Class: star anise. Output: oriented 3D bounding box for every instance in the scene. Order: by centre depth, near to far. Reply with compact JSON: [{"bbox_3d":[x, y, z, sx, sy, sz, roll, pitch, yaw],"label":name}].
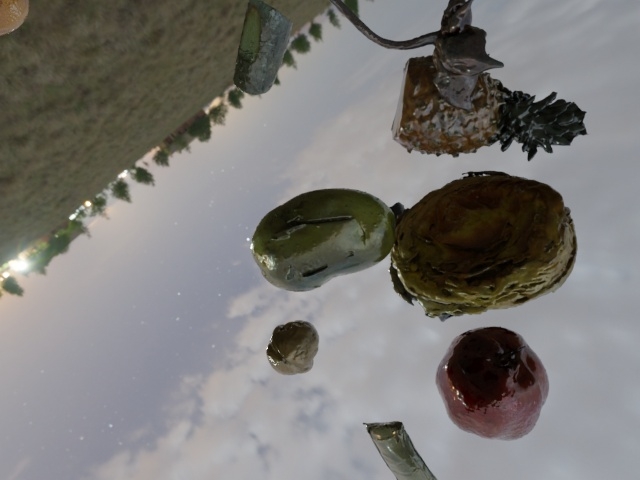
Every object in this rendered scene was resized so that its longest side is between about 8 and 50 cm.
[{"bbox_3d":[0.087,-0.250,0.521,0.227,0.218,0.148,-4,-149,8],"label":"star anise"}]

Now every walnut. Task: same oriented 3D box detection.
[{"bbox_3d":[-0.074,0.294,1.175,0.166,0.149,0.166,-42,178,-2],"label":"walnut"}]

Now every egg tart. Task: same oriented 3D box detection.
[{"bbox_3d":[0.251,0.015,0.700,0.297,0.132,0.297,-19,-132,23],"label":"egg tart"}]

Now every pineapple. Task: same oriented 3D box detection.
[{"bbox_3d":[0.256,-0.198,0.659,0.279,0.158,0.158,7,-147,3],"label":"pineapple"}]

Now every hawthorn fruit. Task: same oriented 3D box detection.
[{"bbox_3d":[0.407,0.315,0.983,0.254,0.254,0.300,-57,168,-37],"label":"hawthorn fruit"}]

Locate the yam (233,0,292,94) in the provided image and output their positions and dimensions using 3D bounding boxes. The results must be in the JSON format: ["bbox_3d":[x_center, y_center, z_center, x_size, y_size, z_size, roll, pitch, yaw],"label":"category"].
[{"bbox_3d":[-0.173,-0.579,1.284,0.154,0.154,0.254,-75,-174,-55],"label":"yam"}]

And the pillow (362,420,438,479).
[{"bbox_3d":[0.176,0.457,0.881,0.053,0.208,0.119,-30,175,-34],"label":"pillow"}]

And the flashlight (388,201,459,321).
[{"bbox_3d":[0.326,0.066,1.398,0.103,0.103,0.424,-33,-114,15],"label":"flashlight"}]

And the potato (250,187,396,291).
[{"bbox_3d":[0.000,0.000,0.699,0.248,0.169,0.143,-15,-121,20],"label":"potato"}]

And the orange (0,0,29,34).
[{"bbox_3d":[-0.744,-0.556,0.921,0.224,0.224,0.170,-13,-155,48],"label":"orange"}]
